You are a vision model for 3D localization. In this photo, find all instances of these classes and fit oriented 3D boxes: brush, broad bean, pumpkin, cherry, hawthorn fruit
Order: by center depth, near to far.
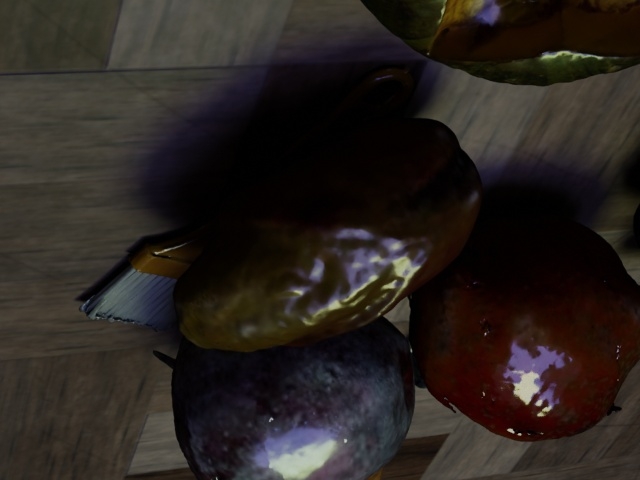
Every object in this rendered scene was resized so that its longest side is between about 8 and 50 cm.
[{"bbox_3d":[0.114,-0.192,0.832,0.238,0.159,0.238,4,139,3],"label":"pumpkin"},{"bbox_3d":[-0.001,-0.003,1.073,0.228,0.156,0.122,-25,108,18],"label":"broad bean"},{"bbox_3d":[-0.047,-0.027,1.136,0.090,0.017,0.314,15,134,-46],"label":"brush"},{"bbox_3d":[-0.021,0.115,1.201,0.195,0.195,0.195,-13,148,-9],"label":"cherry"},{"bbox_3d":[0.143,0.049,1.225,0.181,0.181,0.235,-33,126,22],"label":"hawthorn fruit"}]

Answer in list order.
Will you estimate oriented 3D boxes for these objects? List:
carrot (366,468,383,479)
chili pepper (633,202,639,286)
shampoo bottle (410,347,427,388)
[{"bbox_3d":[0.036,0.224,1.525,0.059,0.059,0.248,-5,142,-21],"label":"carrot"},{"bbox_3d":[0.309,0.014,1.291,0.116,0.148,0.264,3,158,26],"label":"chili pepper"},{"bbox_3d":[0.174,0.114,1.417,0.214,0.072,0.072,6,141,-34],"label":"shampoo bottle"}]
